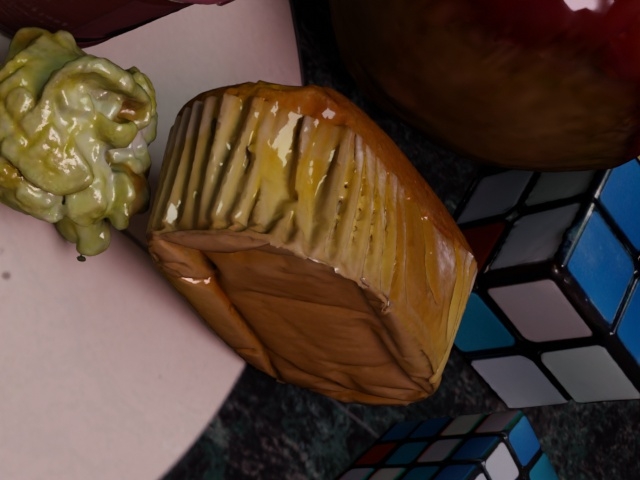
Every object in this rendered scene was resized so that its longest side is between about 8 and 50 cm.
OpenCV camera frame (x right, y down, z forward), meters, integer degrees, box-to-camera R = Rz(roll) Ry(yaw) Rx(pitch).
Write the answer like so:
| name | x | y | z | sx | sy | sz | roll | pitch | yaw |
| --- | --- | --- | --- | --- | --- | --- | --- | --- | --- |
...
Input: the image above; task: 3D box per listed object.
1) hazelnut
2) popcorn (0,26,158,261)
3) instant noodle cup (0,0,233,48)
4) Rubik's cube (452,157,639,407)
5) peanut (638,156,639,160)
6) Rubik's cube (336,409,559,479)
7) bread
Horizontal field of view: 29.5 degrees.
| name | x | y | z | sx | sy | sz | roll | pitch | yaw |
| --- | --- | --- | --- | --- | --- | --- | --- | --- | --- |
| hazelnut | 0.197 | -0.245 | 0.998 | 0.421 | 0.421 | 0.353 | -22 | 64 | -42 |
| popcorn | -0.181 | -0.075 | 0.846 | 0.135 | 0.162 | 0.141 | -1 | 52 | -8 |
| instant noodle cup | -0.156 | -0.247 | 0.852 | 0.234 | 0.178 | 0.235 | 13 | 69 | -37 |
| Rubik's cube | 0.223 | 0.034 | 1.128 | 0.167 | 0.180 | 0.183 | 50 | 55 | -22 |
| peanut | 0.284 | -0.089 | 1.252 | 0.253 | 0.122 | 0.137 | -4 | 74 | -37 |
| Rubik's cube | 0.105 | 0.246 | 0.993 | 0.151 | 0.155 | 0.154 | -38 | 107 | -40 |
| bread | 0.000 | 0.000 | 0.902 | 0.288 | 0.204 | 0.156 | 45 | 53 | -47 |
